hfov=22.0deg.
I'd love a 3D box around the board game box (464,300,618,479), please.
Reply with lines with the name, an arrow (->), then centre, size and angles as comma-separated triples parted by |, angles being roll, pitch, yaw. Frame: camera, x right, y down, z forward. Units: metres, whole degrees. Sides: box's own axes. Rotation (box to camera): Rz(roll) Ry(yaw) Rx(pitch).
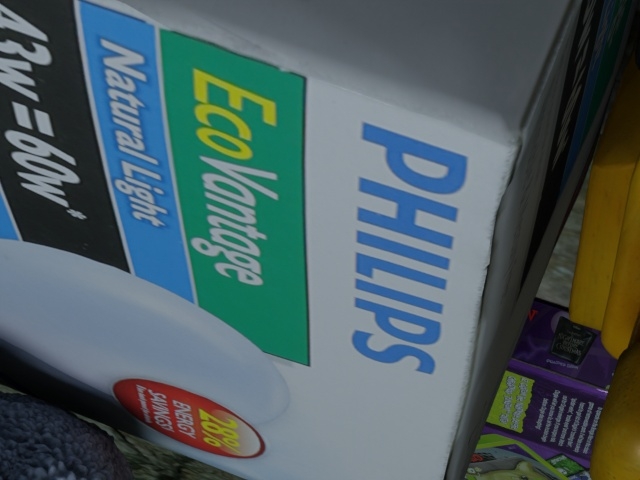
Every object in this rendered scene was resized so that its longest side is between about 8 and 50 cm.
board game box -> 0.145, 0.137, 1.090 | 0.208, 0.056, 0.347 | 22, 155, 12

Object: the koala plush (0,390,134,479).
koala plush -> -0.197, 0.079, 0.632 | 0.196, 0.203, 0.221 | 10, 135, 55

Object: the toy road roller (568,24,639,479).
toy road roller -> 0.188, 0.026, 0.606 | 0.203, 0.240, 0.329 | 17, 154, 13

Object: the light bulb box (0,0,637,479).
light bulb box -> -0.075, -0.092, 0.612 | 0.361, 0.225, 0.358 | 19, 155, 10
